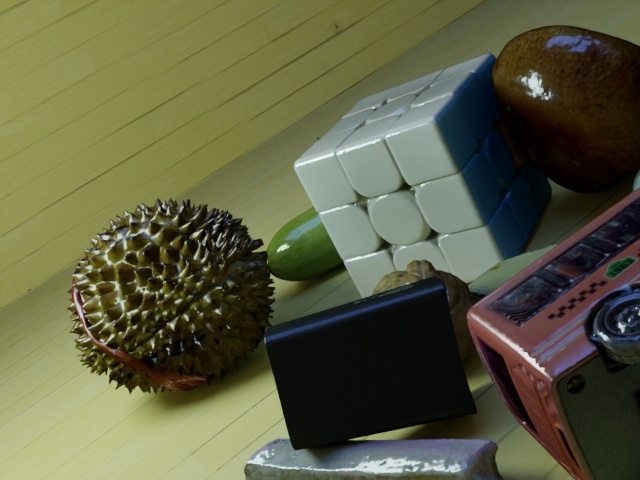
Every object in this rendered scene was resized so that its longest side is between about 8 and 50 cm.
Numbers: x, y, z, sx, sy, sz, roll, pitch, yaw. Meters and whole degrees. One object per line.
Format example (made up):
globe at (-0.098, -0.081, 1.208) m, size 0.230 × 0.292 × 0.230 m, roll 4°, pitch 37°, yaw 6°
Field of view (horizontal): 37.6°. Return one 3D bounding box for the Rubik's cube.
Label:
Rubik's cube at (0.185, -0.104, 1.604) m, size 0.291 × 0.290 × 0.292 m, roll -16°, pitch 22°, yaw 35°

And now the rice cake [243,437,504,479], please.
rice cake at (0.053, 0.271, 1.113) m, size 0.399 × 0.064 × 0.070 m, roll -11°, pitch 17°, yaw 44°

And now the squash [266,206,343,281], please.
squash at (0.000, 0.000, 1.871) m, size 0.247 × 0.133 × 0.132 m, roll -31°, pitch 17°, yaw -4°

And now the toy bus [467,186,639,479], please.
toy bus at (0.376, 0.053, 0.941) m, size 0.426 × 0.203 × 0.233 m, roll -34°, pitch 28°, yaw -9°

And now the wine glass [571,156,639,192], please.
wine glass at (0.426, -0.085, 1.228) m, size 0.096 × 0.264 × 0.309 m, roll -40°, pitch 12°, yaw 20°

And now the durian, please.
durian at (-0.265, 0.100, 1.652) m, size 0.384 × 0.348 × 0.347 m, roll -31°, pitch 17°, yaw 1°

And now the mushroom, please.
mushroom at (0.435, -0.232, 1.495) m, size 0.345 × 0.345 × 0.260 m, roll 2°, pitch 59°, yaw 58°

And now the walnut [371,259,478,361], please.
walnut at (0.144, 0.103, 1.311) m, size 0.155 × 0.155 × 0.184 m, roll -27°, pitch 14°, yaw 5°

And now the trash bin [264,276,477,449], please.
trash bin at (0.058, 0.154, 1.165) m, size 0.225 × 0.165 × 0.115 m, roll -15°, pitch 2°, yaw 1°

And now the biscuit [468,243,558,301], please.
biscuit at (0.326, 0.063, 1.309) m, size 0.150 × 0.052 × 0.252 m, roll -32°, pitch 18°, yaw -24°
